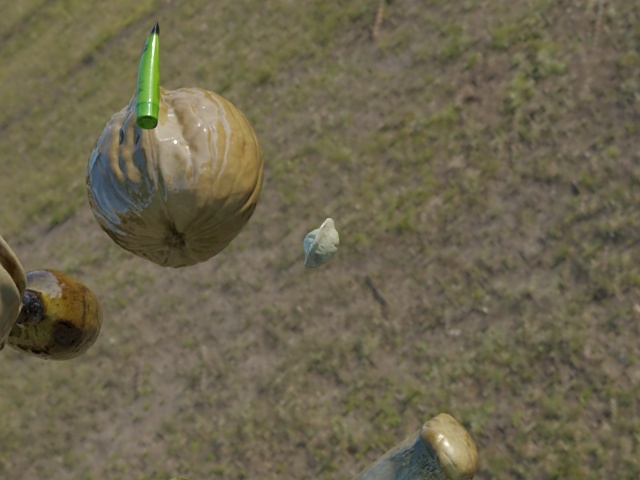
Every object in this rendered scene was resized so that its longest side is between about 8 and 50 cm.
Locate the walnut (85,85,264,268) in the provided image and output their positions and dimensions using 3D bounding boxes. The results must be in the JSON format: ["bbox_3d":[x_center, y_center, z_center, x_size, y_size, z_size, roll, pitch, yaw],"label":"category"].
[{"bbox_3d":[-0.179,-0.084,1.487,0.228,0.228,0.228,-31,29,20],"label":"walnut"}]

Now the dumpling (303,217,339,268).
[{"bbox_3d":[0.000,0.001,1.604,0.077,0.059,0.043,-31,53,-25],"label":"dumpling"}]

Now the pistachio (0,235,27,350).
[{"bbox_3d":[-0.355,0.025,1.115,0.152,0.223,0.126,-8,35,17],"label":"pistachio"}]

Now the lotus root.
[{"bbox_3d":[-0.392,0.107,1.733,0.145,0.260,0.128,1,78,3],"label":"lotus root"}]

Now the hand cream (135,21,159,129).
[{"bbox_3d":[-0.169,-0.162,1.197,0.036,0.023,0.122,129,148,-46],"label":"hand cream"}]

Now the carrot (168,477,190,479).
[{"bbox_3d":[-0.127,0.506,2.145,0.359,0.074,0.074,16,56,22],"label":"carrot"}]

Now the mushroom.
[{"bbox_3d":[0.069,0.337,1.542,0.351,0.095,0.123,-42,6,36],"label":"mushroom"}]
